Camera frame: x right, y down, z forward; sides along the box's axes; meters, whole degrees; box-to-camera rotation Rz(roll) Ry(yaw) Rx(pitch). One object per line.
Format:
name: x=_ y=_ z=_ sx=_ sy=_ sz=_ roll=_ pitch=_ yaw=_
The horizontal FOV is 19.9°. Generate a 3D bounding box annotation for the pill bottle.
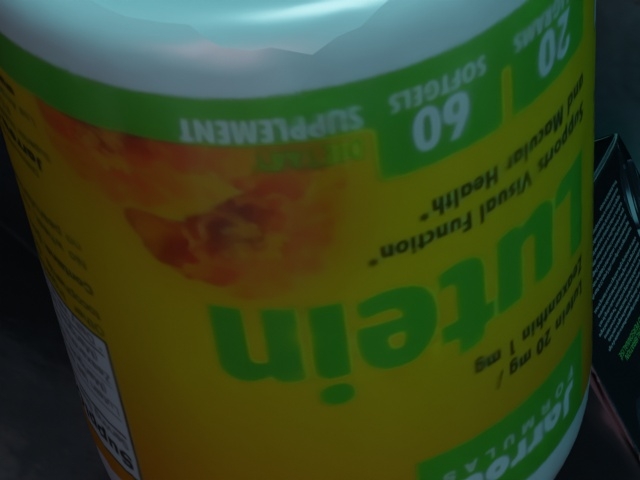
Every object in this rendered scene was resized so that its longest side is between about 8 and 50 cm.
pill bottle: x=0.000 y=0.000 z=0.456 sx=0.136 sy=0.136 sz=0.246 roll=6 pitch=136 yaw=14

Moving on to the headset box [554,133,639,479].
headset box: x=0.094 y=0.123 z=0.935 sx=0.246 sy=0.131 sz=0.283 roll=-18 pitch=112 yaw=36
